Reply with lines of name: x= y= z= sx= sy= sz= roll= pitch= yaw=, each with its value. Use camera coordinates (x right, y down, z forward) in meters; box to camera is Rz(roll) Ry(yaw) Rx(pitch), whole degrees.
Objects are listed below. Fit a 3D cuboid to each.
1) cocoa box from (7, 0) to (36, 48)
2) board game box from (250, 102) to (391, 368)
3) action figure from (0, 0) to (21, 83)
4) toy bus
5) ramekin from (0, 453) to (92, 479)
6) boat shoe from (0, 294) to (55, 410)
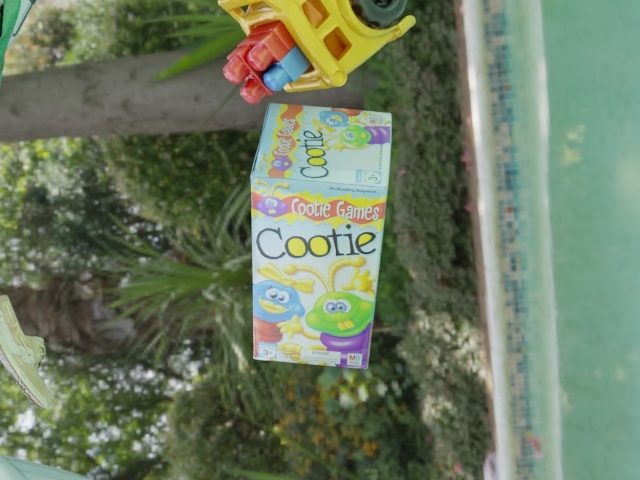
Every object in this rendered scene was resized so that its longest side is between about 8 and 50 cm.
cocoa box: x=-0.573 y=-0.420 z=1.268 sx=0.231 sy=0.347 sz=0.228 roll=-24 pitch=42 yaw=51
board game box: x=0.000 y=0.000 z=1.039 sx=0.144 sy=0.142 sz=0.275 roll=-82 pitch=-4 yaw=-49
action figure: x=-0.413 y=-0.265 z=1.126 sx=0.137 sy=0.063 sz=0.232 roll=-151 pitch=77 yaw=-68
toy bus: x=-0.037 y=-0.264 z=0.996 sx=0.220 sy=0.211 sz=0.149 roll=53 pitch=159 yaw=-25
ramekin: x=-0.207 y=0.256 z=0.517 sx=0.135 sy=0.277 sz=0.277 roll=31 pitch=-130 yaw=-55
boat shoe: x=-0.398 y=0.146 z=1.203 sx=0.170 sy=0.059 sz=0.063 roll=55 pitch=153 yaw=3
